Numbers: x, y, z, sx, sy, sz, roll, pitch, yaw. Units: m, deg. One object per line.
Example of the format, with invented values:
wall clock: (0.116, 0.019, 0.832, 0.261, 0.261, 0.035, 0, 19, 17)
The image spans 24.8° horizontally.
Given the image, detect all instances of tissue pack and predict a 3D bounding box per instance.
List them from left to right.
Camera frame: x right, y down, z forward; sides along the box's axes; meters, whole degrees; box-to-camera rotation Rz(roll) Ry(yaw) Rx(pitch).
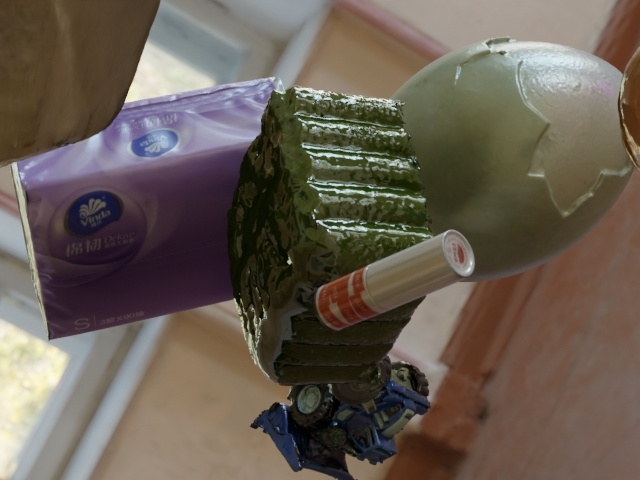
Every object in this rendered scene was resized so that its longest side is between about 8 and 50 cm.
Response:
tissue pack: (-0.182, -0.037, 1.718, 0.160, 0.338, 0.242, -115, 17, -46)

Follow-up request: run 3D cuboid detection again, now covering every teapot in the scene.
teapot: (0.039, 0.153, 1.637, 0.066, 0.088, 0.057, -27, 32, -5)

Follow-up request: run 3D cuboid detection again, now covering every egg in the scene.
egg: (0.224, -0.107, 1.750, 0.336, 0.278, 0.278, -32, 21, 16)

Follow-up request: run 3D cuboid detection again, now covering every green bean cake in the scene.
green bean cake: (0.000, 0.000, 1.486, 0.250, 0.156, 0.247, 119, 147, -48)

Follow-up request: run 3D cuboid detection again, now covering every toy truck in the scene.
toy truck: (0.029, 0.224, 1.769, 0.208, 0.113, 0.126, -33, 52, 28)

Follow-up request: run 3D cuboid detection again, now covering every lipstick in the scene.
lipstick: (0.054, 0.031, 1.091, 0.130, 0.038, 0.038, -24, 34, 38)

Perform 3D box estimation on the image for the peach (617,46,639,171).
peach: (0.340, -0.112, 1.239, 0.184, 0.184, 0.184, -55, 14, 20)

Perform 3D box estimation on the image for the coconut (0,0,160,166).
coconut: (-0.245, -0.168, 0.782, 0.323, 0.323, 0.323, -55, 14, 20)
